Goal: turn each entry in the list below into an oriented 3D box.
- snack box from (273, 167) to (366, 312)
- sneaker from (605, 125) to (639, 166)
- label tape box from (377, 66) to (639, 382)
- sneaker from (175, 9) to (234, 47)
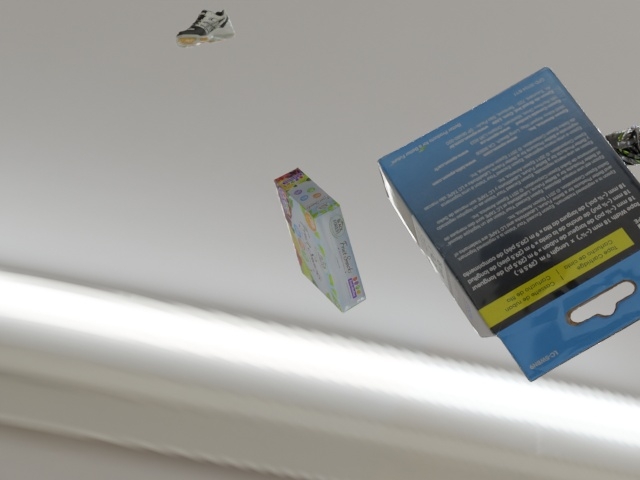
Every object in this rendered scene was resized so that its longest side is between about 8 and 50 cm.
[{"bbox_3d":[0.000,0.000,1.655,0.037,0.141,0.100,-29,-142,-16],"label":"snack box"},{"bbox_3d":[0.448,-0.129,2.098,0.078,0.188,0.067,-22,-86,-1],"label":"sneaker"},{"bbox_3d":[0.252,-0.006,1.689,0.240,0.106,0.334,-29,-118,-5],"label":"label tape box"},{"bbox_3d":[-0.133,-0.237,1.632,0.083,0.032,0.037,-20,-82,-49],"label":"sneaker"}]
